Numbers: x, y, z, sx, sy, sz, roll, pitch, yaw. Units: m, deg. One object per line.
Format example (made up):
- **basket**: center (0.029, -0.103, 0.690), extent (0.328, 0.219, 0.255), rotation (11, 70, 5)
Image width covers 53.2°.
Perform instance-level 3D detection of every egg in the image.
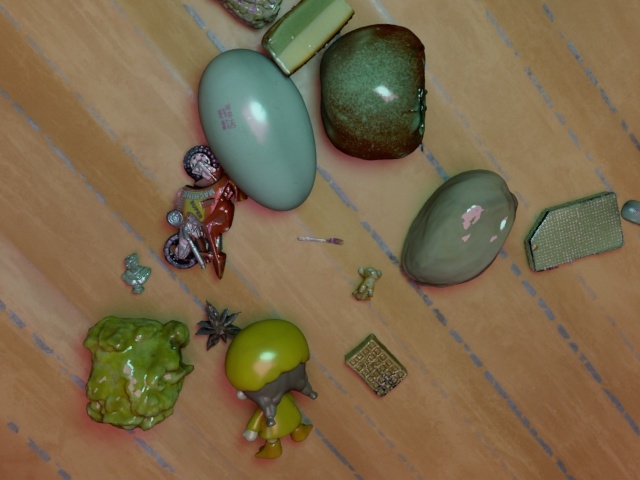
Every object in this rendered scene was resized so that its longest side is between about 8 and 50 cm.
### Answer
- **egg**: center (-0.130, -0.236, 1.402), extent (0.230, 0.230, 0.371), rotation (-25, 107, -2)

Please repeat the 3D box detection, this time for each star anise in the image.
- **star anise**: center (-0.251, 0.198, 1.554), extent (0.124, 0.056, 0.129), rotation (-25, 118, -4)

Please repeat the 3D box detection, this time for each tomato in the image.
- **tomato**: center (0.116, -0.319, 1.411), extent (0.239, 0.303, 0.304), rotation (0, 101, 9)

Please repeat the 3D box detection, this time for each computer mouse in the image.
- **computer mouse**: center (0.834, -0.065, 1.653), extent (0.110, 0.032, 0.056), rotation (21, 98, -10)

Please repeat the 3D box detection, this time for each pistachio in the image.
- **pistachio**: center (0.325, -0.018, 1.521), extent (0.226, 0.207, 0.332), rotation (45, 113, 30)

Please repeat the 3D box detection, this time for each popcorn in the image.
- **popcorn**: center (-0.417, 0.304, 1.469), extent (0.241, 0.235, 0.250), rotation (5, 83, -6)

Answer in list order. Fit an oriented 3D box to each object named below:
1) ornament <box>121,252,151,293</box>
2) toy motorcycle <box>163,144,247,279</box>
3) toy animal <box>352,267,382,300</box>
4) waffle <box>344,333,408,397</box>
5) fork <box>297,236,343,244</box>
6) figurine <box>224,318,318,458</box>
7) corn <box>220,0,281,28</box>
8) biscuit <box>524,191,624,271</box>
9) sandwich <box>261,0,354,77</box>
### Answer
- **ornament**: center (-0.440, 0.078, 1.520), extent (0.068, 0.041, 0.092), rotation (-31, 112, 5)
- **toy motorcycle**: center (-0.265, -0.065, 1.488), extent (0.171, 0.089, 0.298), rotation (13, 99, -10)
- **toy animal**: center (0.116, 0.106, 1.594), extent (0.060, 0.081, 0.083), rotation (19, 62, -3)
- **waffle**: center (0.143, 0.322, 1.635), extent (0.102, 0.042, 0.148), rotation (-42, 103, 2)
- **fork**: center (0.000, -0.001, 1.574), extent (0.115, 0.012, 0.016), rotation (4, 96, -3)
- **figurine**: center (-0.111, 0.354, 1.547), extent (0.187, 0.215, 0.344), rotation (7, 118, 37)
- **corn**: center (-0.228, -0.594, 1.384), extent (0.335, 0.126, 0.127), rotation (35, 95, -8)
- **biscuit**: center (0.639, -0.022, 1.628), extent (0.252, 0.052, 0.150), rotation (-17, 98, -5)
- **sandwich**: center (-0.056, -0.437, 1.392), extent (0.108, 0.186, 0.220), rotation (47, 71, -16)
